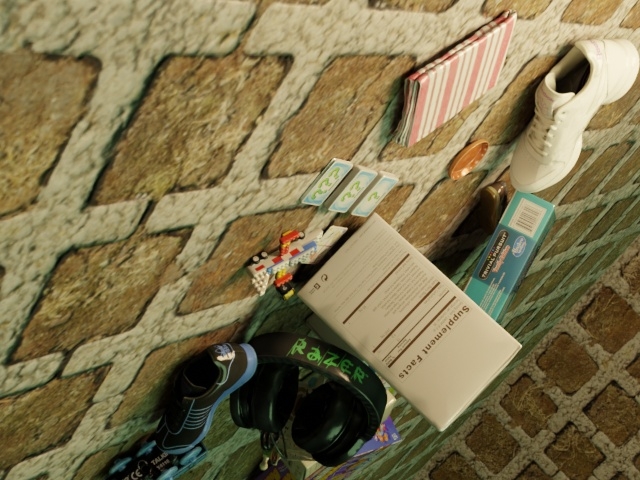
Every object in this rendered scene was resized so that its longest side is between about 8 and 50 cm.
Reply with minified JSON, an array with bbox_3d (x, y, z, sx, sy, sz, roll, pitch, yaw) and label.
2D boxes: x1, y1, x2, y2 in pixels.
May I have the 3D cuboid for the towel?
[{"bbox_3d":[0.179,-0.217,1.281,0.197,0.029,0.144,-36,158,-22],"label":"towel"}]

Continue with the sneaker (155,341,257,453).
[{"bbox_3d":[-0.195,0.236,1.442,0.090,0.081,0.232,12,123,-51],"label":"sneaker"}]

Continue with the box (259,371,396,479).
[{"bbox_3d":[0.011,0.349,1.915,0.232,0.148,0.127,-33,158,-22],"label":"box"}]

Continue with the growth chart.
[{"bbox_3d":[-0.027,0.326,1.743,0.021,0.172,0.237,23,153,-31],"label":"growth chart"}]

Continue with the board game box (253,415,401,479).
[{"bbox_3d":[-0.009,0.516,2.172,0.233,0.078,0.347,-7,151,-41],"label":"board game box"}]

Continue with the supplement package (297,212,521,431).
[{"bbox_3d":[0.138,0.129,1.465,0.175,0.293,0.177,-46,167,-2],"label":"supplement package"}]

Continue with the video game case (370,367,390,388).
[{"bbox_3d":[0.126,0.223,1.694,0.119,0.015,0.166,-48,158,17],"label":"video game case"}]

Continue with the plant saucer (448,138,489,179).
[{"bbox_3d":[0.240,-0.134,1.565,0.083,0.013,0.083,-36,158,-17],"label":"plant saucer"}]

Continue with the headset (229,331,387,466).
[{"bbox_3d":[-0.030,0.252,1.580,0.185,0.243,0.394,-67,-176,-37],"label":"headset"}]

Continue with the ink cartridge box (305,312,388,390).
[{"bbox_3d":[0.122,0.154,1.755,0.223,0.129,0.307,-41,159,-4],"label":"ink cartridge box"}]

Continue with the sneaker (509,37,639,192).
[{"bbox_3d":[0.382,-0.209,1.577,0.152,0.114,0.305,-2,133,-40],"label":"sneaker"}]

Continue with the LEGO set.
[{"bbox_3d":[0.000,0.000,1.345,0.244,0.060,0.182,-49,155,18],"label":"LEGO set"}]

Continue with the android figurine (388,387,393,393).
[{"bbox_3d":[0.100,0.370,2.214,0.248,0.056,0.273,-42,165,-16],"label":"android figurine"}]

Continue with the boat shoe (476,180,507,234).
[{"bbox_3d":[0.330,-0.060,1.809,0.049,0.056,0.152,-32,158,-11],"label":"boat shoe"}]

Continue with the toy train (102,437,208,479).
[{"bbox_3d":[-0.266,0.366,1.561,0.184,0.080,0.105,-34,164,-20],"label":"toy train"}]

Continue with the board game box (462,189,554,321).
[{"bbox_3d":[0.364,0.040,1.865,0.253,0.079,0.336,-63,167,4],"label":"board game box"}]
